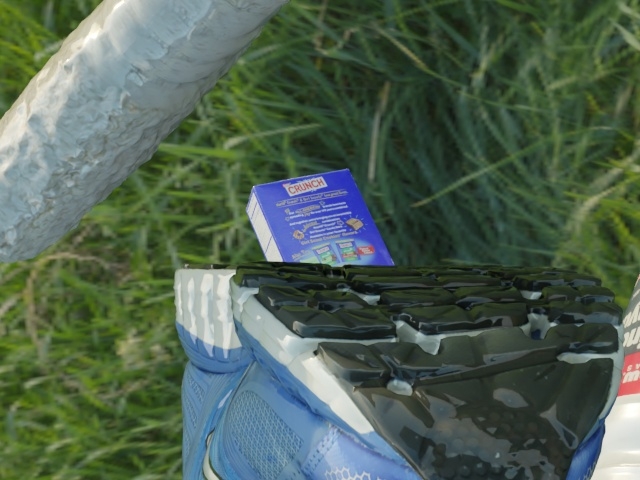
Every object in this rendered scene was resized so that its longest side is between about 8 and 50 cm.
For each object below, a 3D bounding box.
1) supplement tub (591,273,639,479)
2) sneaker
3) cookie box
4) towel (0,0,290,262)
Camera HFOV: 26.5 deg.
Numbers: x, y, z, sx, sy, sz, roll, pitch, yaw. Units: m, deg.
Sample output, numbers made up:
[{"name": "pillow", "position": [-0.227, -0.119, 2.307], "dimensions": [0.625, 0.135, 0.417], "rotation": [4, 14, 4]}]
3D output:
[{"name": "supplement tub", "position": [0.316, 0.129, 1.067], "dimensions": [0.191, 0.191, 0.272], "rotation": [10, 55, 28]}, {"name": "sneaker", "position": [0.016, 0.080, 0.507], "dimensions": [0.130, 0.330, 0.147], "rotation": [1, 88, -12]}, {"name": "cookie box", "position": [0.000, 0.000, 1.119], "dimensions": [0.107, 0.092, 0.040], "rotation": [66, 153, 25]}, {"name": "towel", "position": [-0.021, -0.107, 0.489], "dimensions": [0.049, 0.282, 0.187], "rotation": [41, 118, -10]}]
